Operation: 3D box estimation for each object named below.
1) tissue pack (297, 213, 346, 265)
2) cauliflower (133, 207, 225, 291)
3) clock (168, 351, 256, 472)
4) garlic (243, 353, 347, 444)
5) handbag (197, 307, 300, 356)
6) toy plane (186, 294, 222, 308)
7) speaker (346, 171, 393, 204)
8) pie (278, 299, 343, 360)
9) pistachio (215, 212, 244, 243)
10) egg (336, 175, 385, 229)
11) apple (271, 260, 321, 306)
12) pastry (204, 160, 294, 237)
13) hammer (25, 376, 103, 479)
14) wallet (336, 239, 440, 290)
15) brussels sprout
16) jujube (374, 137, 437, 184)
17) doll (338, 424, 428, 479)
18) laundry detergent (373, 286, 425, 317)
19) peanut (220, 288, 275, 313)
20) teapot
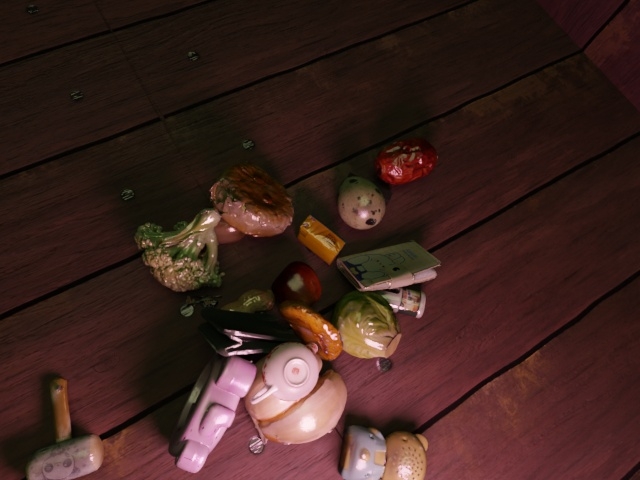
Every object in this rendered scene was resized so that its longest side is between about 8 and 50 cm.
[{"bbox_3d":[0.000,0.000,1.696,0.169,0.120,0.082,39,66,7],"label":"tissue pack"},{"bbox_3d":[-0.449,0.031,1.564,0.327,0.261,0.281,45,68,-26],"label":"cauliflower"},{"bbox_3d":[-0.324,0.486,1.357,0.114,0.296,0.322,30,68,-14],"label":"clock"},{"bbox_3d":[-0.079,0.480,1.440,0.313,0.249,0.286,-25,73,-8],"label":"garlic"},{"bbox_3d":[-0.219,0.277,1.416,0.260,0.248,0.079,10,94,-33],"label":"handbag"},{"bbox_3d":[-0.401,0.211,1.601,0.121,0.031,0.049,0,63,-11],"label":"toy plane"},{"bbox_3d":[0.191,-0.206,1.851,0.191,0.040,0.046,27,65,4],"label":"speaker"},{"bbox_3d":[-0.030,0.285,1.495,0.273,0.273,0.069,39,67,8],"label":"pie"},{"bbox_3d":[-0.359,-0.046,1.677,0.186,0.126,0.108,-1,26,-6],"label":"pistachio"},{"bbox_3d":[0.146,-0.146,1.749,0.177,0.177,0.228,-17,56,-14],"label":"egg"},{"bbox_3d":[-0.076,0.162,1.609,0.158,0.147,0.156,42,47,8],"label":"apple"},{"bbox_3d":[-0.238,-0.140,1.660,0.330,0.136,0.329,30,35,-23],"label":"pastry"},{"bbox_3d":[-0.764,0.551,1.381,0.202,0.113,0.305,-13,62,-16],"label":"hammer"},{"bbox_3d":[0.241,0.092,1.660,0.310,0.077,0.223,-13,33,-17],"label":"wallet"},{"bbox_3d":[0.151,0.282,1.562,0.244,0.244,0.243,3,68,-7],"label":"brussels sprout"},{"bbox_3d":[0.342,-0.316,1.850,0.251,0.174,0.174,-15,71,-17],"label":"jujube"},{"bbox_3d":[0.198,0.668,1.430,0.261,0.161,0.176,12,65,-1],"label":"doll"},{"bbox_3d":[0.261,0.208,1.677,0.226,0.070,0.099,14,76,-1],"label":"laundry detergent"},{"bbox_3d":[-0.255,0.234,1.583,0.228,0.086,0.104,-34,96,-21],"label":"peanut"},{"bbox_3d":[-0.093,0.374,1.303,0.246,0.116,0.159,-28,102,-20],"label":"teapot"}]
